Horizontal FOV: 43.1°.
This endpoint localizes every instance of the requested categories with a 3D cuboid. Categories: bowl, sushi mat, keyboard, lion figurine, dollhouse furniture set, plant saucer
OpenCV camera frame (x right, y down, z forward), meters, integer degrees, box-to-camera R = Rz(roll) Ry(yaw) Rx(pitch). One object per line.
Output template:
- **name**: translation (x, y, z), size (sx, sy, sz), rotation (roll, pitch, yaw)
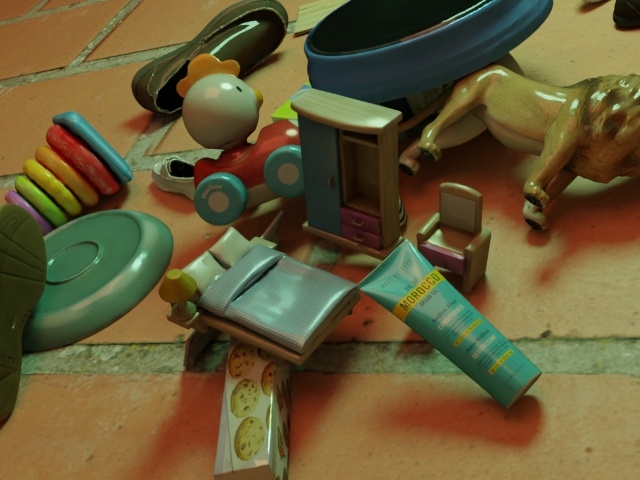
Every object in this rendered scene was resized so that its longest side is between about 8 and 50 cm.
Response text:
- **bowl**: translation (0.154, -0.339, 1.250), size (0.391, 0.077, 0.391), rotation (-19, 29, 11)
- **sushi mat**: translation (0.090, -0.537, 1.816), size (0.316, 0.019, 0.151), rotation (-13, 37, 13)
- **keyboard**: translation (-0.116, 0.061, 1.107), size (0.014, 0.072, 0.256), rotation (23, 51, 12)
- **lion figurine**: translation (0.272, -0.160, 1.072), size (0.392, 0.142, 0.240), rotation (30, 78, 30)
- **dollhouse furniture set**: translation (0.000, 0.000, 0.931), size (0.286, 0.198, 0.303), rotation (20, 45, 30)
- **plant saucer**: translation (-0.391, 0.046, 1.301), size (0.317, 0.044, 0.317), rotation (-16, 36, 12)

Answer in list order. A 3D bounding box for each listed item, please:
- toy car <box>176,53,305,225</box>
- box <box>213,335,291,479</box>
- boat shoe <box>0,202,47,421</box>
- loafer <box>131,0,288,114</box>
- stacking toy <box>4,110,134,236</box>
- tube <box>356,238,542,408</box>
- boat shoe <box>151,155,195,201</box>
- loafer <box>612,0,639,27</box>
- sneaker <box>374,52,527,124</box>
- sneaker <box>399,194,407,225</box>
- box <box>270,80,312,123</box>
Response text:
- **toy car**: translation (-0.115, -0.170, 1.197), size (0.210, 0.238, 0.219), rotation (-21, 10, 9)
- **box**: translation (-0.072, 0.158, 0.957), size (0.067, 0.063, 0.324), rotation (-13, 36, 10)
- **boat shoe**: translation (-0.486, 0.100, 1.160), size (0.110, 0.121, 0.341), rotation (-17, 53, 26)
- **loafer**: translation (-0.213, -0.363, 1.679), size (0.366, 0.134, 0.130), rotation (-35, 40, 0)
- **stacking toy**: translation (-0.496, -0.073, 1.443), size (0.302, 0.166, 0.175), rotation (-48, 26, -15)
- **tube**: translation (0.139, 0.089, 0.864), size (0.080, 0.052, 0.207), rotation (-39, 66, -19)
- **boat shoe**: translation (-0.247, -0.116, 1.413), size (0.066, 0.063, 0.184), rotation (-36, 38, -18)
- **loafer**: translation (0.588, -0.407, 1.315), size (0.220, 0.078, 0.080), rotation (-10, 37, 18)
- **sneaker**: translation (0.168, -0.224, 1.286), size (0.236, 0.130, 0.323), rotation (-33, 39, 0)
- **sneaker**: translation (0.042, -0.088, 1.200), size (0.132, 0.086, 0.229), rotation (-20, 36, 8)
- **box**: translation (0.006, -0.257, 1.475), size (0.109, 0.042, 0.178), rotation (13, 49, 39)
